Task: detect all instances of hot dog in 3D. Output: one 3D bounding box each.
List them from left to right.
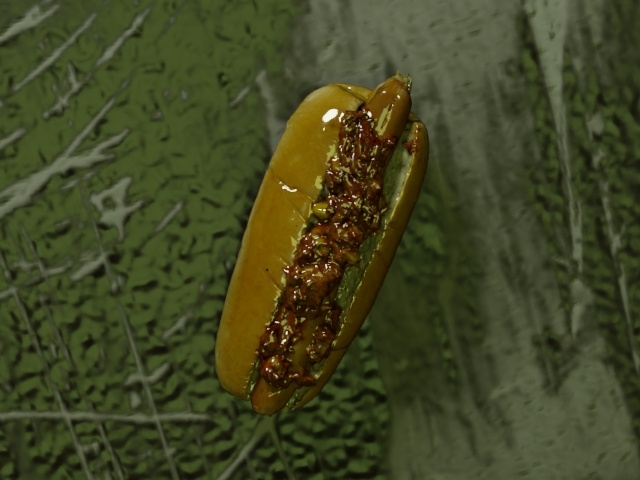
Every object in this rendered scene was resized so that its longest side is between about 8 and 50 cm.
[{"bbox_3d":[0.000,0.000,1.001,0.102,0.076,0.249,22,96,-5],"label":"hot dog"}]
